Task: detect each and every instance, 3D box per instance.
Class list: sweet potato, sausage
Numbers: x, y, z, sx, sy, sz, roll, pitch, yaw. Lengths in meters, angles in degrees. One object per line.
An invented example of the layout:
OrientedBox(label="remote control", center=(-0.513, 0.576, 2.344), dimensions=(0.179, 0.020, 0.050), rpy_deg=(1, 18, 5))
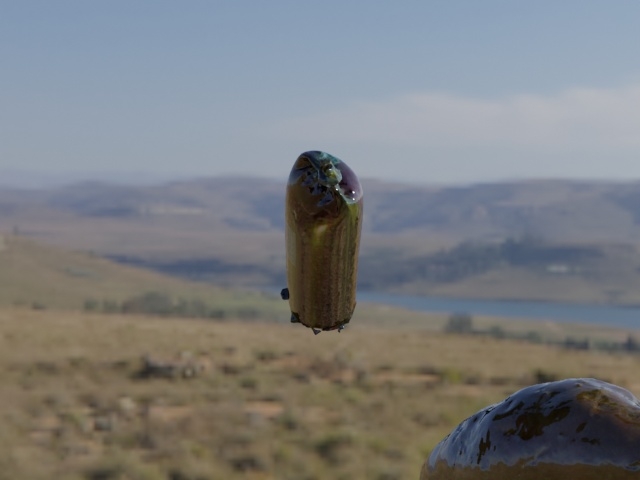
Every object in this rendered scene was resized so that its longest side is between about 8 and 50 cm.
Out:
OrientedBox(label="sweet potato", center=(0.121, 0.094, 0.646), dimensions=(0.075, 0.074, 0.269), rpy_deg=(0, -11, -43))
OrientedBox(label="sausage", center=(0.000, 0.000, 1.382), dimensions=(0.082, 0.082, 0.371), rpy_deg=(0, -20, -1))
